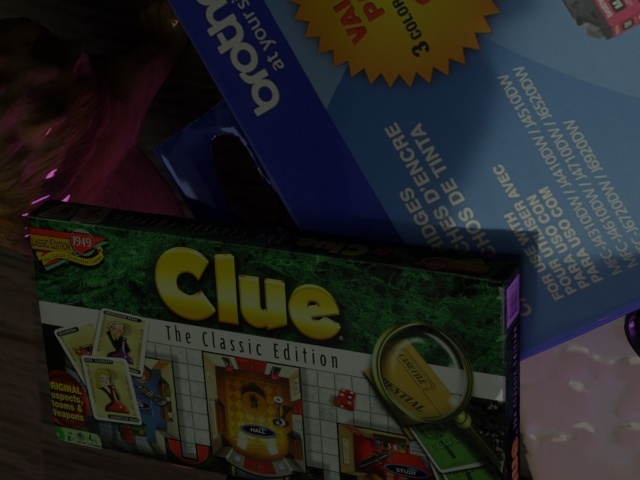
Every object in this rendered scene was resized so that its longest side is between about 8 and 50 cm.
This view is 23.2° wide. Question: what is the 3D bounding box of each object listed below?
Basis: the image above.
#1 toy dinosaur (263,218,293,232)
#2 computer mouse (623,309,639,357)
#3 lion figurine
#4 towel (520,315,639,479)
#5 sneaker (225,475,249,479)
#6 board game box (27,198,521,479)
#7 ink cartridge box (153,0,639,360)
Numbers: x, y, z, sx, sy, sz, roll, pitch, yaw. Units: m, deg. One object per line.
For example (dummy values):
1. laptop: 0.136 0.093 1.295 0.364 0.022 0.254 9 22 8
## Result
1. toy dinosaur: 0.000 0.000 0.939 0.064 0.118 0.268 -11 117 21
2. computer mouse: 0.292 0.045 0.814 0.184 0.060 0.262 48 138 -16
3. lion figurine: -0.118 0.013 0.921 0.142 0.240 0.392 -27 108 35
4. towel: 0.257 0.027 0.883 0.331 0.053 0.317 -2 119 25
5. sneaker: 0.043 0.224 1.089 0.228 0.086 0.132 7 126 19
6. board game box: -0.026 0.059 0.780 0.259 0.030 0.136 7 113 24
7. ink cartridge box: 0.104 -0.100 0.758 0.395 0.151 0.270 -28 96 31
